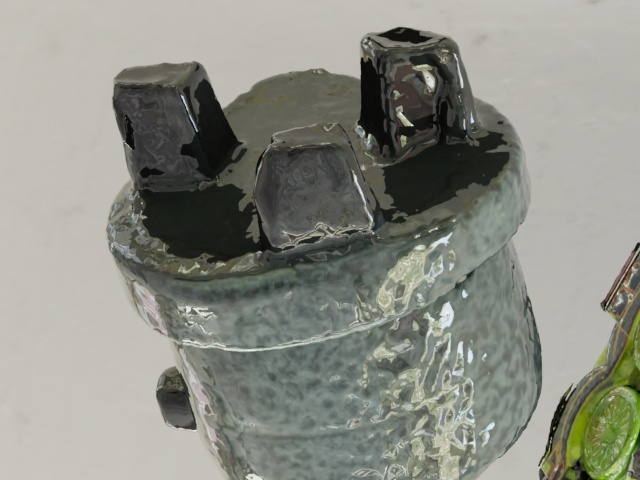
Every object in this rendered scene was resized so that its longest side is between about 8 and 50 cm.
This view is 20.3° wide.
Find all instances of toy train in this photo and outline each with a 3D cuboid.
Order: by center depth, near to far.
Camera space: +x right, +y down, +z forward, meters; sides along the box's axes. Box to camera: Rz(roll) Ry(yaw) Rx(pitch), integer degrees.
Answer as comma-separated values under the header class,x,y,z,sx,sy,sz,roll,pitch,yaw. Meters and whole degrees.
class,x,y,z,sx,sy,sz,roll,pitch,yaw
toy train,0.260,0.150,1.478,0.296,0.100,0.160,-62,-158,12

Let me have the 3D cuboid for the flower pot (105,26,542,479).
class,x,y,z,sx,sy,sz,roll,pitch,yaw
flower pot,0.000,0.000,1.205,0.299,0.299,0.282,12,-49,40
